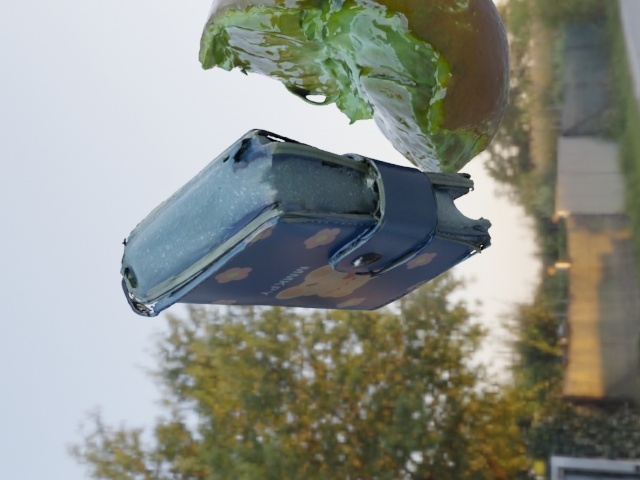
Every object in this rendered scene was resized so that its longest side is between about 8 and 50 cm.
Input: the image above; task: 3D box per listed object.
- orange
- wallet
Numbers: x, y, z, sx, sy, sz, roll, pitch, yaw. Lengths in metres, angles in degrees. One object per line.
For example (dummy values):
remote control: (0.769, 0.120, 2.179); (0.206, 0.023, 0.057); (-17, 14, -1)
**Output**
orange: (0.037, -0.159, 0.654); (0.159, 0.237, 0.179); (-65, -14, 0)
wallet: (0.000, 0.001, 0.510); (0.202, 0.141, 0.059); (6, -123, -47)
